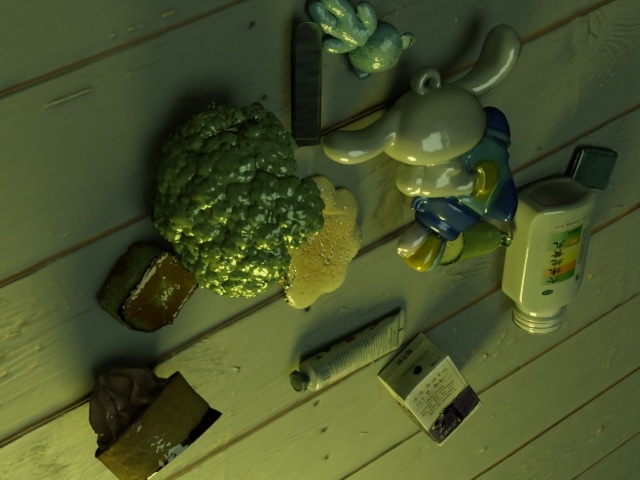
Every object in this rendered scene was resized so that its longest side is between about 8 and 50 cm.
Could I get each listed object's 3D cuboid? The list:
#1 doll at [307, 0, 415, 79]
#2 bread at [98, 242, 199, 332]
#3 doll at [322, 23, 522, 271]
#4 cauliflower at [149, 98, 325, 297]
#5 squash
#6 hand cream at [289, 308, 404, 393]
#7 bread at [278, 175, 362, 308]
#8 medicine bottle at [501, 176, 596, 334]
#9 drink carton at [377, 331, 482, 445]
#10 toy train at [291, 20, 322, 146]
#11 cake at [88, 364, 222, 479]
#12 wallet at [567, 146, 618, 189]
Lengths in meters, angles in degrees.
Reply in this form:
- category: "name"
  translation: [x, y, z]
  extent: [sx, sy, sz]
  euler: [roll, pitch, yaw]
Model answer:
- category: "doll"
  translation: [0.055, -0.331, 1.640]
  extent: [0.120, 0.075, 0.179]
  euler: [-30, 125, 34]
- category: "bread"
  translation: [-0.262, 0.075, 1.639]
  extent: [0.140, 0.069, 0.128]
  euler: [-56, 138, 0]
- category: "doll"
  translation: [0.214, -0.144, 1.830]
  extent: [0.375, 0.187, 0.366]
  euler: [-22, 125, 2]
- category: "cauliflower"
  translation: [-0.120, -0.071, 1.586]
  extent: [0.275, 0.272, 0.250]
  euler: [-40, -174, 25]
- category: "squash"
  translation: [0.302, 0.000, 2.046]
  extent: [0.224, 0.094, 0.094]
  euler: [-1, 118, -46]
- category: "hand cream"
  translation: [0.060, 0.218, 2.023]
  extent: [0.276, 0.059, 0.095]
  euler: [-23, 129, -33]
- category: "bread"
  translation: [0.000, 0.000, 1.830]
  extent: [0.181, 0.039, 0.251]
  euler: [-27, 132, -23]
- category: "medicine bottle"
  translation: [0.469, 0.038, 2.191]
  extent: [0.179, 0.124, 0.324]
  euler: [-18, 130, -27]
- category: "drink carton"
  translation: [0.229, 0.311, 2.191]
  extent: [0.134, 0.102, 0.222]
  euler: [-43, 137, -6]
- category: "toy train"
  translation: [-0.023, -0.248, 1.638]
  extent: [0.044, 0.042, 0.209]
  euler: [-7, 123, -12]
- category: "cake"
  translation: [-0.289, 0.277, 1.702]
  extent: [0.185, 0.178, 0.207]
  euler: [-39, 177, 36]
- category: "wallet"
  translation: [0.569, -0.153, 2.212]
  extent: [0.129, 0.026, 0.088]
  euler: [2, 113, -40]
